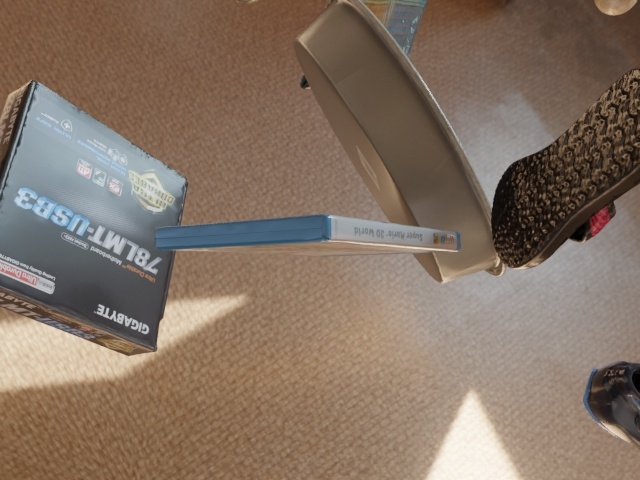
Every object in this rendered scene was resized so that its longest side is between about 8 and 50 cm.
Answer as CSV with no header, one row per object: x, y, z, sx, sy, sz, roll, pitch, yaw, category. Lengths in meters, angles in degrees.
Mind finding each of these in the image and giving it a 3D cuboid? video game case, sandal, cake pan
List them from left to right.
0.000,0.000,0.428,0.166,0.119,0.015,4,84,-56,video game case
0.063,-0.082,0.623,0.054,0.293,0.293,-32,79,1,cake pan
0.146,-0.029,0.386,0.040,0.179,0.067,2,70,-14,sandal

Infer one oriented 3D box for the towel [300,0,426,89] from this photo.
0.109,-0.418,1.294,0.040,0.272,0.370,32,30,20,towel

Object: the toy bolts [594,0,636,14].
0.469,-0.437,0.963,0.218,0.228,0.159,-21,77,-28,toy bolts

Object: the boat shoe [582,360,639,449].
0.366,0.185,0.610,0.258,0.089,0.109,17,68,4,boat shoe

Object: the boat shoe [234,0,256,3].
-0.112,-0.498,1.166,0.130,0.132,0.356,-4,46,-20,boat shoe

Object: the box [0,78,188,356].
-0.330,-0.022,0.970,0.295,0.073,0.294,36,47,-44,box
